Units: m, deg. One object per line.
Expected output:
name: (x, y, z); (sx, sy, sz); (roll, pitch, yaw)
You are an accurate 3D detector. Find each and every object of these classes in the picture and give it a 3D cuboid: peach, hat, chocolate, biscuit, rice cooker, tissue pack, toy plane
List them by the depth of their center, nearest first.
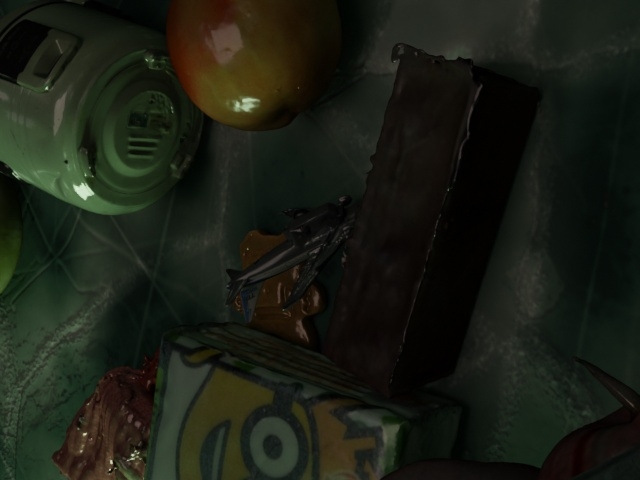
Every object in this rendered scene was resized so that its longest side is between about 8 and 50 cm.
chocolate: (0.105, -0.020, 1.313); (0.112, 0.112, 0.321); (30, 114, 40)
toy plane: (-0.003, -0.002, 1.406); (0.226, 0.058, 0.226); (-37, 21, 13)
tissue pack: (-0.027, 0.229, 1.420); (0.311, 0.128, 0.228); (16, 103, 36)
peach: (-0.063, -0.199, 1.424); (0.184, 0.184, 0.184); (3, 95, 44)
biscuit: (-0.049, 0.077, 1.523); (0.133, 0.027, 0.184); (16, 103, 41)
rice cooker: (-0.265, -0.155, 1.587); (0.244, 0.226, 0.226); (24, 109, 43)
hat: (-0.196, 0.235, 1.616); (0.236, 0.107, 0.286); (37, 124, 18)

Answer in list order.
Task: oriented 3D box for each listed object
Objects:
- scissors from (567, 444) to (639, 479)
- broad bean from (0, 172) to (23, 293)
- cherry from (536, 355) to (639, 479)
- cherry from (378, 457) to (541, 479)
scissors: (0.303, 0.125, 0.968); (0.029, 0.447, 0.192); (92, 156, -74)
broad bean: (-0.500, -0.024, 1.889); (0.291, 0.119, 0.238); (31, 104, 36)
cherry: (0.282, 0.198, 1.073); (0.236, 0.213, 0.285); (-40, 80, 8)
cherry: (0.127, 0.301, 1.189); (0.239, 0.239, 0.206); (48, 143, 31)
